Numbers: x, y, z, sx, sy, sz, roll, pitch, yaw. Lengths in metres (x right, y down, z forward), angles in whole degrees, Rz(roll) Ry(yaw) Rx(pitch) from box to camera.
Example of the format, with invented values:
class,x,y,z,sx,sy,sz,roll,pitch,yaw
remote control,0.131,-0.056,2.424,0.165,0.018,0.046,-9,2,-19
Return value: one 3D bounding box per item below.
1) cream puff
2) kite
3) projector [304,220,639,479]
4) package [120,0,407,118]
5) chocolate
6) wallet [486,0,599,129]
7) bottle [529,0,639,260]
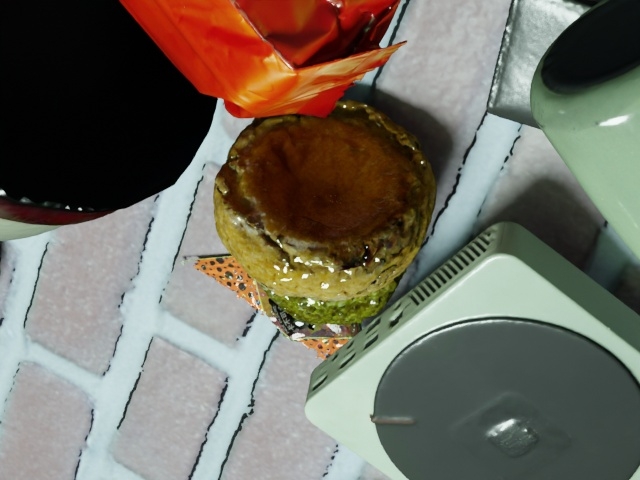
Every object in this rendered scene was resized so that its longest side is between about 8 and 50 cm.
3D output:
class,x,y,z,sx,sy,sz,roll,pitch,yaw
cream puff,0.000,0.000,1.414,0.183,0.183,0.169,22,146,12
kite,-0.010,0.046,1.537,0.222,0.008,0.125,38,127,1
projector,0.160,0.128,1.439,0.259,0.079,0.257,36,126,-19
package,-0.114,-0.264,1.282,0.423,0.123,0.196,52,158,-5
chocolate,-0.250,-0.126,1.419,0.283,0.283,0.186,50,148,-8
wallet,0.250,-0.109,1.307,0.244,0.025,0.124,19,128,12
bottle,0.303,-0.019,1.227,0.168,0.168,0.347,-23,118,34
